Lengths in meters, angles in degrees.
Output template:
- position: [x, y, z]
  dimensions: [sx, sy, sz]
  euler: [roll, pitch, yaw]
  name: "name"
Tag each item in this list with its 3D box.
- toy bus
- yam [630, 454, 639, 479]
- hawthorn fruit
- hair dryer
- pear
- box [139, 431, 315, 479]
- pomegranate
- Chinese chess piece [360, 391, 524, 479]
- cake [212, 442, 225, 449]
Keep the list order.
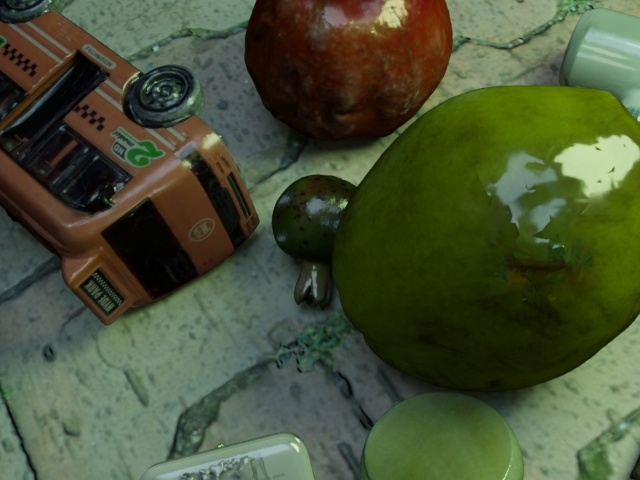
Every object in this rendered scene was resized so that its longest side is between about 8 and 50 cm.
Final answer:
- position: [-0.280, -0.113, 0.935]
  dimensions: [0.427, 0.203, 0.233]
  euler: [37, 74, 27]
  name: "toy bus"
- position: [0.317, 0.186, 0.759]
  dimensions: [0.043, 0.043, 0.094]
  euler: [27, 67, 22]
  name: "yam"
- position: [0.030, -0.245, 0.933]
  dimensions: [0.242, 0.271, 0.242]
  euler: [1, 64, -1]
  name: "hawthorn fruit"
- position: [0.306, -0.091, 0.912]
  dimensions: [0.173, 0.107, 0.357]
  euler: [23, 70, 23]
  name: "hair dryer"
- position: [0.162, 0.001, 0.760]
  dimensions: [0.321, 0.269, 0.269]
  euler: [-28, 55, 20]
  name: "pear"
- position: [-0.049, 0.306, 0.667]
  dimensions: [0.142, 0.044, 0.285]
  euler: [-13, 85, -3]
  name: "box"
- position: [0.000, 0.000, 0.885]
  dimensions: [0.114, 0.114, 0.142]
  euler: [10, 83, 13]
  name: "pomegranate"
- position: [0.107, 0.202, 0.746]
  dimensions: [0.144, 0.058, 0.144]
  euler: [-9, 37, 7]
  name: "Chinese chess piece"
- position: [-0.133, 0.255, 0.747]
  dimensions: [0.220, 0.086, 0.117]
  euler: [-13, 58, -1]
  name: "cake"
